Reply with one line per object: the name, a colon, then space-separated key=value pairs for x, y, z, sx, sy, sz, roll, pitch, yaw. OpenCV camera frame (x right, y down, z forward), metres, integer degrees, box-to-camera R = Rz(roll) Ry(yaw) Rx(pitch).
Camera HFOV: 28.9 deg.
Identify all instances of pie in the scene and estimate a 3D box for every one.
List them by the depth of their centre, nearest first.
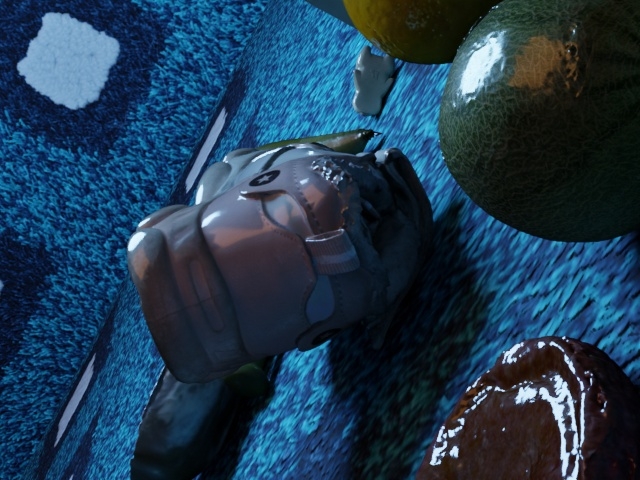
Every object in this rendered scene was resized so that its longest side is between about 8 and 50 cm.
pie: x=0.095 y=0.132 z=0.600 sx=0.182 sy=0.049 sz=0.182 roll=-53 pitch=21 yaw=30

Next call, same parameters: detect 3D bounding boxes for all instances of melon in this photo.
melon: x=0.132 y=-0.067 z=0.649 sx=0.139 sy=0.139 sz=0.192 roll=-66 pitch=11 yaw=-10

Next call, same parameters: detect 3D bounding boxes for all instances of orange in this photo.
orange: x=0.100 y=-0.246 z=1.110 sx=0.177 sy=0.155 sz=0.178 roll=-47 pitch=33 yaw=45

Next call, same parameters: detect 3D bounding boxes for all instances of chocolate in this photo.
chocolate: x=-0.119 y=0.151 z=1.335 sx=0.157 sy=0.080 sz=0.254 roll=103 pitch=-171 yaw=-63

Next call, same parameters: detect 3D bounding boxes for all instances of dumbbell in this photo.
dumbbell: x=-0.063 y=0.103 z=1.284 sx=0.052 sy=0.046 sz=0.118 roll=66 pitch=-145 yaw=-50

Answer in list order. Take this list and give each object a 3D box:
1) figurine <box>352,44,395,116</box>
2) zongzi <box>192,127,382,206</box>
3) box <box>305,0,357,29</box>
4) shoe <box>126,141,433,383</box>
figurine: x=0.057 y=-0.174 z=1.394 sx=0.050 sy=0.047 sz=0.083 roll=102 pitch=-175 yaw=-80
zongzi: x=-0.022 y=-0.086 z=1.432 sx=0.256 sy=0.115 sz=0.228 roll=-36 pitch=8 yaw=22
box: x=0.091 y=-0.337 z=1.365 sx=0.225 sy=0.129 sz=0.086 roll=-67 pitch=13 yaw=-15
shoe: x=0.001 y=0.002 z=1.026 sx=0.198 sy=0.172 sz=0.351 roll=-17 pitch=13 yaw=22
